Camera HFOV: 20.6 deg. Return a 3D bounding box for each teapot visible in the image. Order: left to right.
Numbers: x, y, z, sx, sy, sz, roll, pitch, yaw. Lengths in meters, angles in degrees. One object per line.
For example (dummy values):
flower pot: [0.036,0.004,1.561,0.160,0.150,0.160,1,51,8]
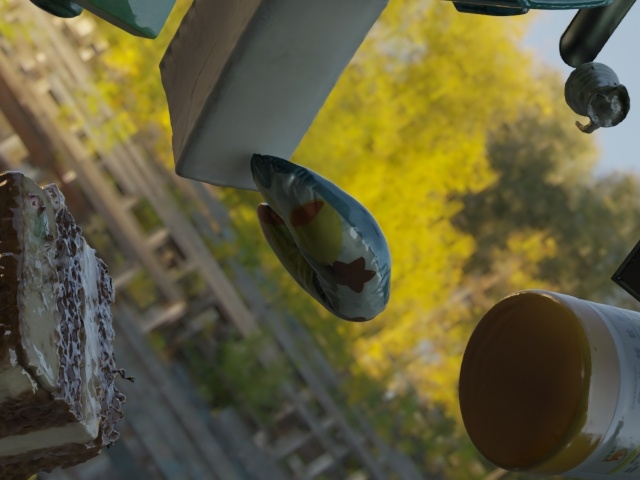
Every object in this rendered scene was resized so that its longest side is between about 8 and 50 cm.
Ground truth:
teapot: [0.272,-0.136,1.725,0.057,0.067,0.083,25,12,-12]

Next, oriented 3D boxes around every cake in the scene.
cake: [-0.375,0.103,1.865,0.290,0.282,0.256,61,18,-54]

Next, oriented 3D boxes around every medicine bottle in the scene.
medicine bottle: [0.342,0.195,2.323,0.232,0.238,0.238,11,27,-38]

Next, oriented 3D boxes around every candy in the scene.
candy: [-0.057,-0.243,2.055,0.145,0.359,0.208,15,38,-25]

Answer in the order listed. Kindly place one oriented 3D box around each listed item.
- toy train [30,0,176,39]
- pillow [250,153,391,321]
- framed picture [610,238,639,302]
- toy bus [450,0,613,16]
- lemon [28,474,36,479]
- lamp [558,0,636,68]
toy train: [-0.124,-0.345,1.406,0.150,0.369,0.237,28,-2,-24]
pillow: [0.000,0.000,2.079,0.214,0.086,0.233,42,-16,18]
framed picture: [0.381,0.021,1.822,0.109,0.011,0.149,41,-54,14]
toy bus: [0.199,-0.307,1.831,0.256,0.128,0.147,-156,-116,-68]
lemon: [-0.451,0.254,2.200,0.207,0.170,0.170,18,17,-32]
lamp: [0.464,-0.240,2.291,0.283,0.203,0.124,35,18,-27]
